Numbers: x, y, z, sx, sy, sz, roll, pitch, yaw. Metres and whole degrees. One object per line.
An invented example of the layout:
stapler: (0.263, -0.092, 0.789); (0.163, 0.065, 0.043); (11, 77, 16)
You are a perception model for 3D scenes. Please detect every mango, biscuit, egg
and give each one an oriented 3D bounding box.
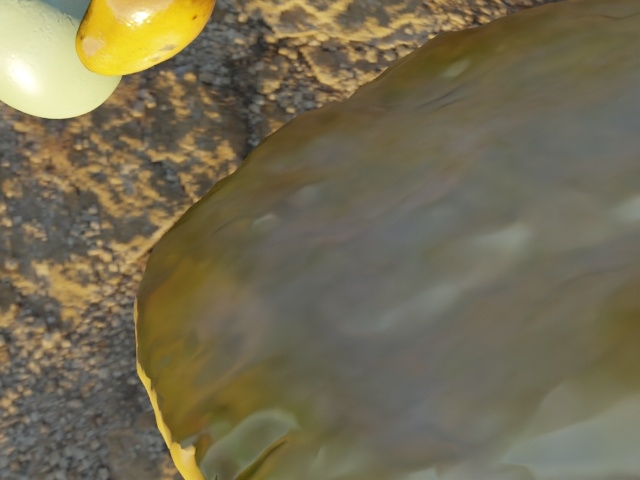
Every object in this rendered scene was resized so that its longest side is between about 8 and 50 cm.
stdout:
mango: (-0.163, -0.218, 1.055); (0.178, 0.115, 0.090); (-46, 61, 53)
biscuit: (0.123, 0.005, 0.479); (0.446, 0.429, 0.104); (26, 143, 54)
egg: (-0.344, -0.268, 1.347); (0.202, 0.283, 0.203); (-12, 53, 17)
